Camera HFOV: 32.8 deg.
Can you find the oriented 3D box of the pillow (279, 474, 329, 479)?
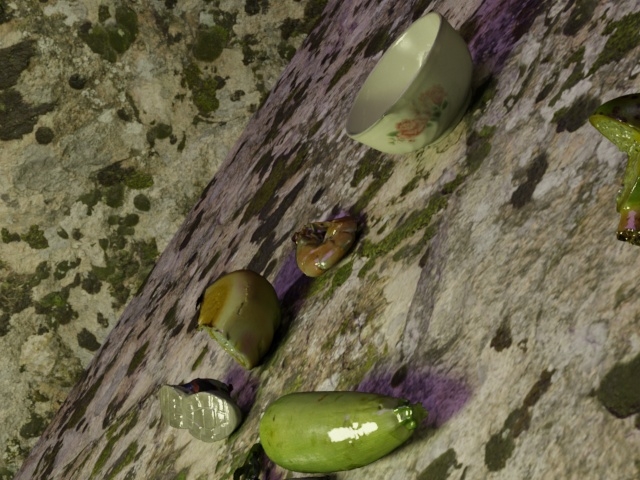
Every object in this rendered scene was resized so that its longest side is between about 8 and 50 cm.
[{"bbox_3d":[-0.110,0.379,1.531,0.229,0.050,0.148,-8,15,13],"label":"pillow"}]

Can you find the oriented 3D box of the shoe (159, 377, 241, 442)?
[{"bbox_3d":[-0.209,0.321,2.101,0.227,0.125,0.099,7,100,46],"label":"shoe"}]

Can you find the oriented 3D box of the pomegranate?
[{"bbox_3d":[0.371,-0.084,1.196,0.143,0.122,0.169,87,172,-71],"label":"pomegranate"}]

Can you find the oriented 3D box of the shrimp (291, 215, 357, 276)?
[{"bbox_3d":[0.000,0.000,2.134,0.145,0.061,0.267,-49,13,-5],"label":"shrimp"}]

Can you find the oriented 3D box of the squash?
[{"bbox_3d":[0.025,0.265,1.507,0.370,0.118,0.118,-17,42,57],"label":"squash"}]

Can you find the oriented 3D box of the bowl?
[{"bbox_3d":[0.180,-0.265,1.980,0.277,0.145,0.277,-48,21,25],"label":"bowl"}]

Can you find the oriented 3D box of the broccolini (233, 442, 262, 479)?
[{"bbox_3d":[-0.127,0.392,1.767,0.202,0.068,0.091,-104,30,-68],"label":"broccolini"}]

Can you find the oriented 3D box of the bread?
[{"bbox_3d":[-0.143,0.151,2.123,0.156,0.158,0.261,-37,23,23],"label":"bread"}]
